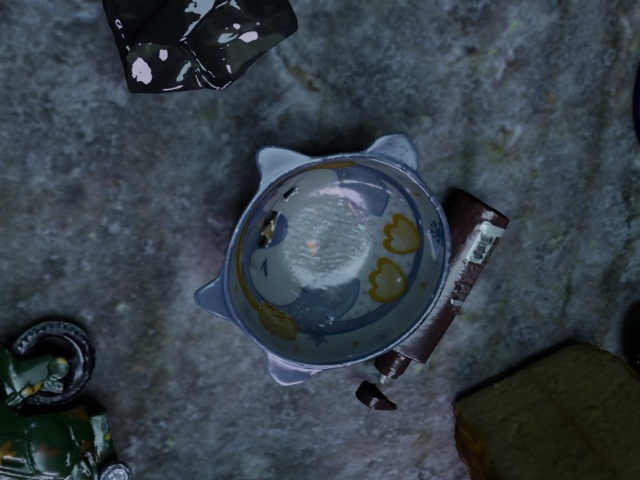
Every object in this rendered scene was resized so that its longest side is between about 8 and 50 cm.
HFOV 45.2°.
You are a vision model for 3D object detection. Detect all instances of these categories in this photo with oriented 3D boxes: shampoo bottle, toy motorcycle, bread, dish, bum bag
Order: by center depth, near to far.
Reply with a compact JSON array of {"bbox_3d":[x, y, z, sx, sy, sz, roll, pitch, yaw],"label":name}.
[{"bbox_3d":[-0.119,-0.274,0.550,0.144,0.095,0.340,-16,109,-1],"label":"bum bag"},{"bbox_3d":[-0.270,0.219,0.687,0.187,0.125,0.274,-17,103,-28],"label":"toy motorcycle"},{"bbox_3d":[0.000,0.000,0.697,0.236,0.086,0.228,-43,114,5],"label":"dish"},{"bbox_3d":[0.104,0.065,0.765,0.068,0.067,0.236,26,104,-13],"label":"shampoo bottle"},{"bbox_3d":[0.295,0.292,0.797,0.207,0.279,0.279,-27,113,-1],"label":"bread"}]

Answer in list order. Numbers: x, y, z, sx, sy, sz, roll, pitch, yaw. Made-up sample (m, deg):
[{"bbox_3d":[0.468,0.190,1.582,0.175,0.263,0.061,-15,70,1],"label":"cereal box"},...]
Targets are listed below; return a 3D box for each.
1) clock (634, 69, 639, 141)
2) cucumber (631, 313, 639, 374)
[{"bbox_3d":[0.432,-0.149,0.757,0.230,0.083,0.230,-6,115,-13],"label":"clock"},{"bbox_3d":[0.408,0.167,0.889,0.069,0.069,0.227,-31,120,-1],"label":"cucumber"}]
